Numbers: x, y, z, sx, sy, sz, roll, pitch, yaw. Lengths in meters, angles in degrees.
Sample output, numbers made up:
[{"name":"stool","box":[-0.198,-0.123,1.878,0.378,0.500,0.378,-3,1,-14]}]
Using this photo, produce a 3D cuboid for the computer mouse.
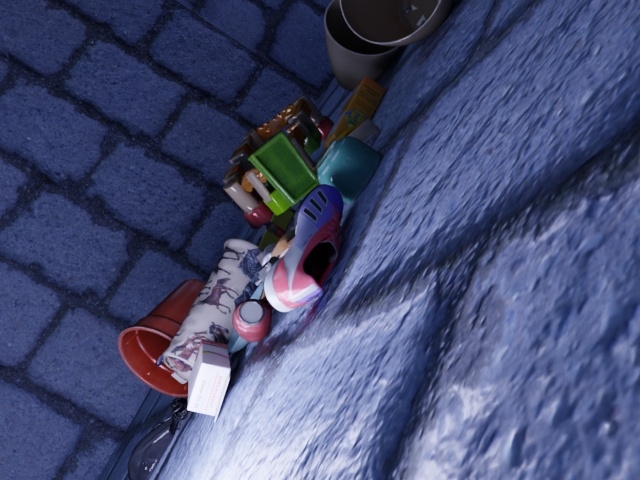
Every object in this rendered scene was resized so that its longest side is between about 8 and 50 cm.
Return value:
[{"name":"computer mouse","box":[-0.463,0.556,1.867,0.272,0.072,0.188,-60,11,-11]}]

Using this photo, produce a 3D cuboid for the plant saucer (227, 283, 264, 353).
[{"name":"plant saucer","box":[-0.167,0.194,1.607,0.195,0.037,0.195,-58,9,15]}]

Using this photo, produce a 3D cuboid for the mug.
[{"name":"mug","box":[0.048,-0.152,1.446,0.158,0.097,0.129,-44,17,54]}]

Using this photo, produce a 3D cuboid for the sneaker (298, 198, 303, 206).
[{"name":"sneaker","box":[-0.014,-0.079,1.678,0.188,0.067,0.078,163,117,-73]}]

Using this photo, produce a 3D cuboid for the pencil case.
[{"name":"pencil case","box":[-0.266,0.186,1.775,0.184,0.160,0.410,-15,41,48]}]

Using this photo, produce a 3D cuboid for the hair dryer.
[{"name":"hair dryer","box":[-0.090,0.125,1.396,0.224,0.080,0.293,-21,-27,-54]}]

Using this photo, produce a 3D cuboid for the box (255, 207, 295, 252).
[{"name":"box","box":[-0.161,-0.010,2.162,0.087,0.058,0.232,-43,17,55]}]

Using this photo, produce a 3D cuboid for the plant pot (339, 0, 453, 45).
[{"name":"plant pot","box":[0.217,-0.608,1.661,0.191,0.284,0.284,-1,-48,-57]}]

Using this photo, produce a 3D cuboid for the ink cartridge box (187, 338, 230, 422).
[{"name":"ink cartridge box","box":[-0.249,0.309,1.493,0.198,0.067,0.115,-137,63,-75]}]

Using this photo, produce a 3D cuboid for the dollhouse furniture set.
[{"name":"dollhouse furniture set","box":[-0.027,-0.220,1.635,0.301,0.151,0.197,-41,6,-15]}]

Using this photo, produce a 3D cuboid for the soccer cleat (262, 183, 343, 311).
[{"name":"soccer cleat","box":[0.000,0.000,1.268,0.116,0.108,0.318,-21,30,38]}]

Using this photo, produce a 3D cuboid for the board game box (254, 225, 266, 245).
[{"name":"board game box","box":[-0.197,-0.044,2.540,0.145,0.027,0.281,-49,13,49]}]

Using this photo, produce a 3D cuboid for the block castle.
[{"name":"block castle","box":[-0.106,-0.236,2.081,0.303,0.213,0.453,-31,25,20]}]

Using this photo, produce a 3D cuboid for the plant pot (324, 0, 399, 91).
[{"name":"plant pot","box":[0.128,-0.605,2.145,0.274,0.257,0.256,101,-165,-66]}]

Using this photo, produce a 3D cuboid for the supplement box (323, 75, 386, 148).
[{"name":"supplement box","box":[0.096,-0.341,1.863,0.233,0.078,0.080,-63,14,-23]}]

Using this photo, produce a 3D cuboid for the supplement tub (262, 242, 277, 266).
[{"name":"supplement tub","box":[-0.113,0.050,1.702,0.071,0.071,0.107,-57,10,9]}]

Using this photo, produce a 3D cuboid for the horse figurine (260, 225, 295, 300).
[{"name":"horse figurine","box":[-0.071,0.037,1.502,0.174,0.066,0.263,-53,-5,-47]}]

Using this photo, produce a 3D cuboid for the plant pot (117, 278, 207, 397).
[{"name":"plant pot","box":[-0.402,0.270,1.973,0.272,0.272,0.265,-49,5,43]}]
